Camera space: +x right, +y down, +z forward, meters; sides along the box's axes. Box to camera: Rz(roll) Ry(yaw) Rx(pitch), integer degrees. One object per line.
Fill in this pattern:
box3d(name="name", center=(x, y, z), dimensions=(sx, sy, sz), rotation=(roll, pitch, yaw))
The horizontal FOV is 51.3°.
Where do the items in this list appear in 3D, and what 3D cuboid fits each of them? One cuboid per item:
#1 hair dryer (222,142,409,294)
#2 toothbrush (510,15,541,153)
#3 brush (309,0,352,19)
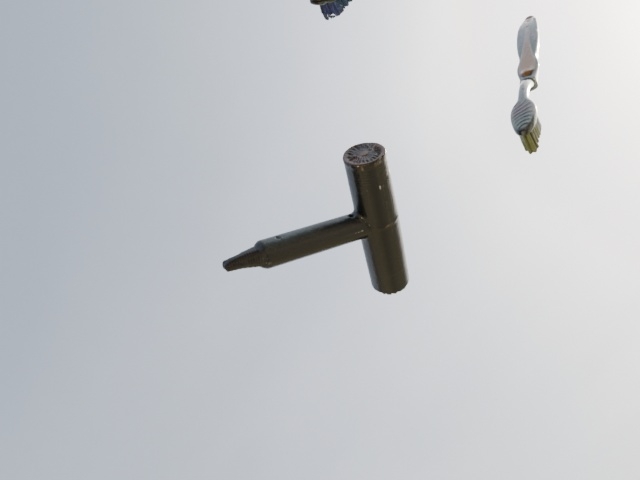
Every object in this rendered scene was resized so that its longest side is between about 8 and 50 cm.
box3d(name="hair dryer", center=(-0.001, 0.014, 0.690), dimensions=(0.195, 0.050, 0.173), rotation=(-28, -55, -15))
box3d(name="toothbrush", center=(0.247, -0.207, 0.793), dimensions=(0.028, 0.375, 0.037), rotation=(-19, -62, 29))
box3d(name="brush", center=(0.048, -0.285, 0.663), dimensions=(0.030, 0.033, 0.178), rotation=(51, -121, -35))
